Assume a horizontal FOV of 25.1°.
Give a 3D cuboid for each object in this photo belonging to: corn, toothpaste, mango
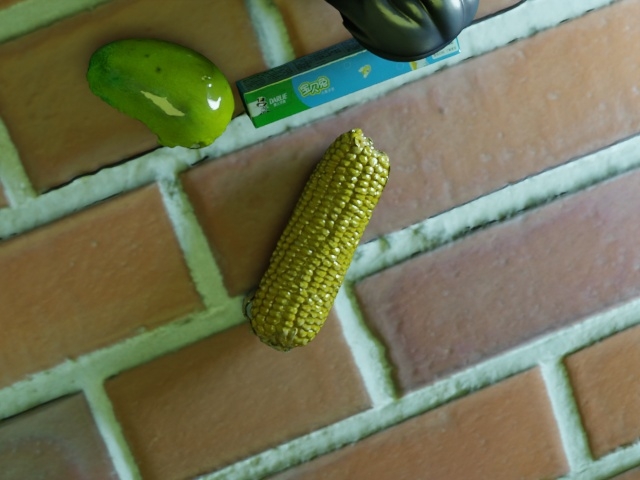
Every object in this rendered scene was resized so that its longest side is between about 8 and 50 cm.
[{"bbox_3d":[0.000,0.000,1.775,0.106,0.106,0.293,23,99,-19],"label":"corn"},{"bbox_3d":[0.033,-0.209,1.721,0.267,0.065,0.050,-21,116,-5],"label":"toothpaste"},{"bbox_3d":[-0.181,-0.177,1.653,0.178,0.119,0.100,21,122,-20],"label":"mango"}]

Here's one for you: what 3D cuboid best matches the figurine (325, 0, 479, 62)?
[{"bbox_3d":[0.063,-0.325,1.610,0.175,0.197,0.265,-29,81,7],"label":"figurine"}]
